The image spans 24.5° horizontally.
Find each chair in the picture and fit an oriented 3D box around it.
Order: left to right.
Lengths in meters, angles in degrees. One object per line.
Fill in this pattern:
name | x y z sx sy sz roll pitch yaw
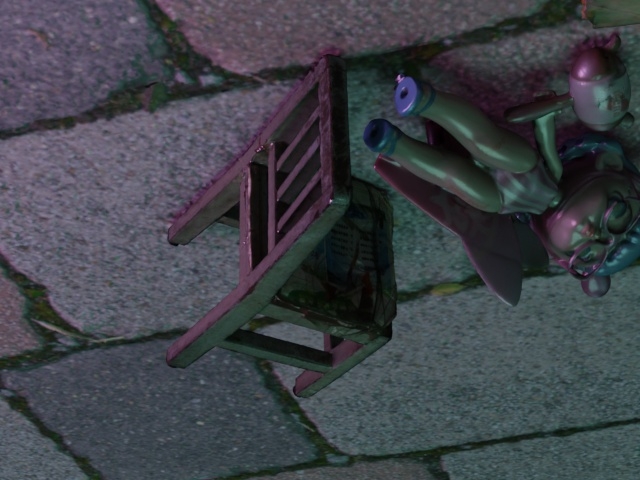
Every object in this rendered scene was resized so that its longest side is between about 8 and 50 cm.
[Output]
chair | 0.000 0.000 1.125 0.147 0.136 0.270 17 142 -27

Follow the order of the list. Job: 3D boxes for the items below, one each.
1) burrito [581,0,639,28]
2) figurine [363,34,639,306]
burrito | 0.297 -0.187 0.869 0.299 0.105 0.143 -5 157 4
figurine | 0.155 -0.066 1.081 0.260 0.103 0.205 23 105 -30
